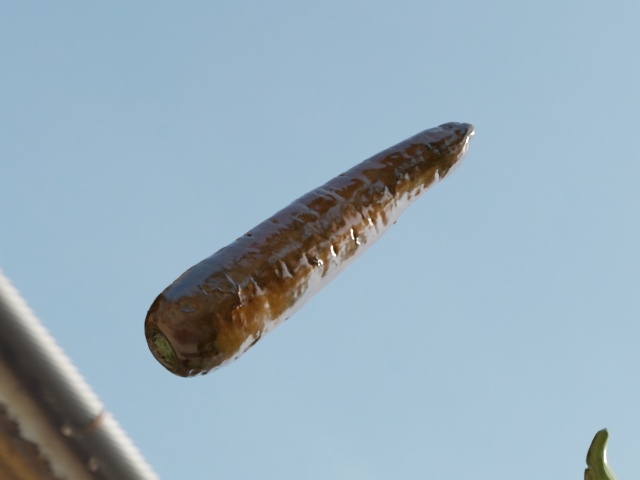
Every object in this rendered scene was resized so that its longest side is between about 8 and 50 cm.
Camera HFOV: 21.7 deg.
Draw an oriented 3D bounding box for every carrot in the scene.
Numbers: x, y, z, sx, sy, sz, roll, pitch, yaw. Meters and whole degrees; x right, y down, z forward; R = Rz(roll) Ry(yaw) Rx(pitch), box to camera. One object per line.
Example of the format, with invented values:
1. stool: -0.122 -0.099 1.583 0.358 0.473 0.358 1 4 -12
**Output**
1. carrot: 0.000 0.000 0.759 0.047 0.191 0.047 38 -32 30

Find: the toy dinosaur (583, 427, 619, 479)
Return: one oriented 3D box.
1. toy dinosaur: 0.062 0.198 0.653 0.153 0.094 0.259 5 -90 15
